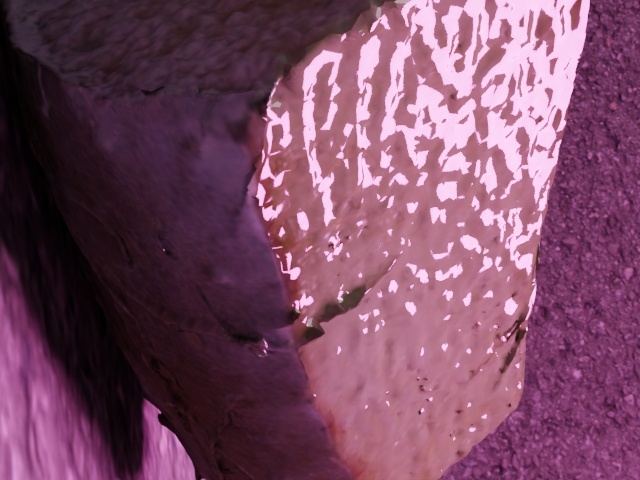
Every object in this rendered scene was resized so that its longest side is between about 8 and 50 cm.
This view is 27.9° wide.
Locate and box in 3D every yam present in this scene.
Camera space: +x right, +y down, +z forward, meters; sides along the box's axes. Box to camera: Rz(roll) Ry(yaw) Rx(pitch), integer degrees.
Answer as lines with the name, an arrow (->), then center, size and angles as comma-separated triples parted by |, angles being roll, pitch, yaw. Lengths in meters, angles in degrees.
yam -> -0.002, -0.024, 0.515 | 0.201, 0.202, 0.271 | 36, -28, 44
